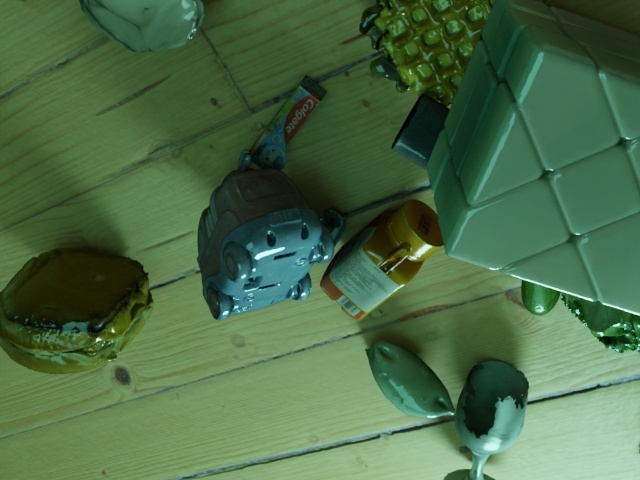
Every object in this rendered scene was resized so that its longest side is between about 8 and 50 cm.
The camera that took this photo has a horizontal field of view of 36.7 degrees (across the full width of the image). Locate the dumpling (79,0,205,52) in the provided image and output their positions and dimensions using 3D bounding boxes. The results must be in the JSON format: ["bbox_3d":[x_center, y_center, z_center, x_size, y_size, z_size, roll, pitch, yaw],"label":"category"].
[{"bbox_3d":[-0.349,-0.483,1.599,0.260,0.181,0.341,-11,138,38],"label":"dumpling"}]

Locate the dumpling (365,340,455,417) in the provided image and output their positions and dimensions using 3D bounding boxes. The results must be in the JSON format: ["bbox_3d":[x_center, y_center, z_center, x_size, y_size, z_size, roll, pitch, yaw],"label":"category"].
[{"bbox_3d":[0.177,0.280,1.918,0.216,0.149,0.105,39,98,12],"label":"dumpling"}]

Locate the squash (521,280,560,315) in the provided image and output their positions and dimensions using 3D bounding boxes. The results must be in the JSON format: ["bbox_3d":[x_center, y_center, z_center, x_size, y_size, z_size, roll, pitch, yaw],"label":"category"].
[{"bbox_3d":[0.384,0.037,1.691,0.077,0.068,0.219,9,125,36],"label":"squash"}]

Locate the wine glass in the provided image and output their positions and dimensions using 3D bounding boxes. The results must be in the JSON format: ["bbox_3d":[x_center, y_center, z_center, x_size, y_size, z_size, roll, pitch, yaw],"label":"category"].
[{"bbox_3d":[0.325,0.391,1.903,0.143,0.143,0.321,12,121,15],"label":"wine glass"}]

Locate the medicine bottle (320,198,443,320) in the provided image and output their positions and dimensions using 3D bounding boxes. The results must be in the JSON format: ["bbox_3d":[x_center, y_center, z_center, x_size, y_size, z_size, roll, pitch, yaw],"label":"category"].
[{"bbox_3d":[0.116,0.027,1.744,0.112,0.149,0.222,43,126,-8],"label":"medicine bottle"}]

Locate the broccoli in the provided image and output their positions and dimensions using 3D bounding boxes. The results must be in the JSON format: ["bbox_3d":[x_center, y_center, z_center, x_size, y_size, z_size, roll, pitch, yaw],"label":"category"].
[{"bbox_3d":[0.534,0.101,1.582,0.261,0.241,0.269,-38,61,42],"label":"broccoli"}]

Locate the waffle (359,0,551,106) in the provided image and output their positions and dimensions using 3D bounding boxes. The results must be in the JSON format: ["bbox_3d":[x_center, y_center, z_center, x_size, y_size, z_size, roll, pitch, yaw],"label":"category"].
[{"bbox_3d":[0.214,-0.343,1.522,0.329,0.062,0.329,11,126,16],"label":"waffle"}]

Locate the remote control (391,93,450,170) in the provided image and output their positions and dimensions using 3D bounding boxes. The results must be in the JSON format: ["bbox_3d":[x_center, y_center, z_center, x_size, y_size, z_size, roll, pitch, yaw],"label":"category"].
[{"bbox_3d":[0.301,-0.103,1.594,0.377,0.044,0.107,29,85,-8],"label":"remote control"}]

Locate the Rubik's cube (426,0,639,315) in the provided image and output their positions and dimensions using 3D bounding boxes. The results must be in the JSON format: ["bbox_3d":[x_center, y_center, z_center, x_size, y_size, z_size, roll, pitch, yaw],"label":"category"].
[{"bbox_3d":[0.359,-0.131,1.374,0.318,0.316,0.322,16,115,-8],"label":"Rubik's cube"}]

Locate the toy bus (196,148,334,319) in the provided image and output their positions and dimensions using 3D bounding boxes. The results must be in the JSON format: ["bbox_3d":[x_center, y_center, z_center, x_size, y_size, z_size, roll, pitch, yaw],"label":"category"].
[{"bbox_3d":[-0.126,-0.006,1.777,0.232,0.197,0.294,64,150,23],"label":"toy bus"}]

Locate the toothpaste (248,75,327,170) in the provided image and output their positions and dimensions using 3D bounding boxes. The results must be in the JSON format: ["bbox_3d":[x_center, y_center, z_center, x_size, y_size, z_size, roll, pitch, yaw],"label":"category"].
[{"bbox_3d":[-0.055,-0.202,1.734,0.070,0.044,0.193,37,127,-6],"label":"toothpaste"}]

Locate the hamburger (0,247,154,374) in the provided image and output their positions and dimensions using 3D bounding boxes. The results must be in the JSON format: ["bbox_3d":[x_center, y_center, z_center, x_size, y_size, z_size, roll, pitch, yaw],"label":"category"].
[{"bbox_3d":[-0.498,0.139,1.969,0.284,0.304,0.174,4,124,19],"label":"hamburger"}]

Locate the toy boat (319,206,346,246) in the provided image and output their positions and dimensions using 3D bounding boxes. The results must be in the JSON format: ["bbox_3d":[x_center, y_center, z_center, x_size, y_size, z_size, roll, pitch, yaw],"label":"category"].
[{"bbox_3d":[0.000,0.000,1.827,0.059,0.066,0.140,32,128,-4],"label":"toy boat"}]
